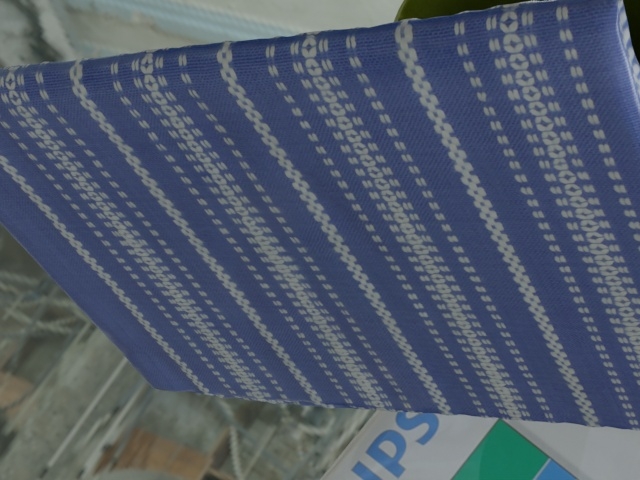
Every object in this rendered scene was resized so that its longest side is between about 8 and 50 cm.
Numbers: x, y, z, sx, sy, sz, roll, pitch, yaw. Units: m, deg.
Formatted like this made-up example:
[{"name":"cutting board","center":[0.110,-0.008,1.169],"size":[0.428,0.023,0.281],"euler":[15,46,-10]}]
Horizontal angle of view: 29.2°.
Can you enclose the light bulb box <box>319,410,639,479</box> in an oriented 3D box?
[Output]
[{"name":"light bulb box","center":[0.143,0.216,0.938],"size":[0.225,0.358,0.361],"euler":[37,-15,14]}]

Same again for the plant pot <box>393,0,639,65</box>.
[{"name":"plant pot","center":[0.243,-0.121,1.222],"size":[0.275,0.274,0.293],"euler":[13,-28,32]}]

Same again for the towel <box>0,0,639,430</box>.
[{"name":"towel","center":[0.000,0.000,0.531],"size":[0.336,0.040,0.243],"euler":[0,-38,33]}]
